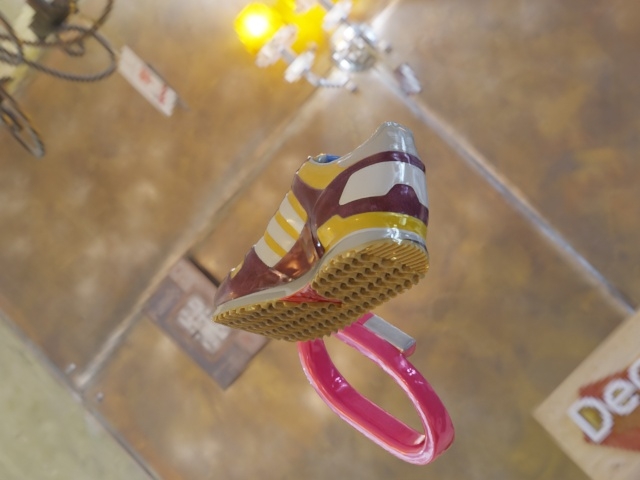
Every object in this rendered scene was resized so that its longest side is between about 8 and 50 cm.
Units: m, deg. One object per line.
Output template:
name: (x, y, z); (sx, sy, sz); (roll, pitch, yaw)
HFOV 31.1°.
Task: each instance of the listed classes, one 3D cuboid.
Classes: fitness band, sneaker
fitness band: (0.067, 0.191, 1.566); (0.054, 0.291, 0.209); (-32, -48, -28)
sneaker: (0.000, 0.000, 0.647); (0.185, 0.069, 0.084); (-28, 52, 50)
